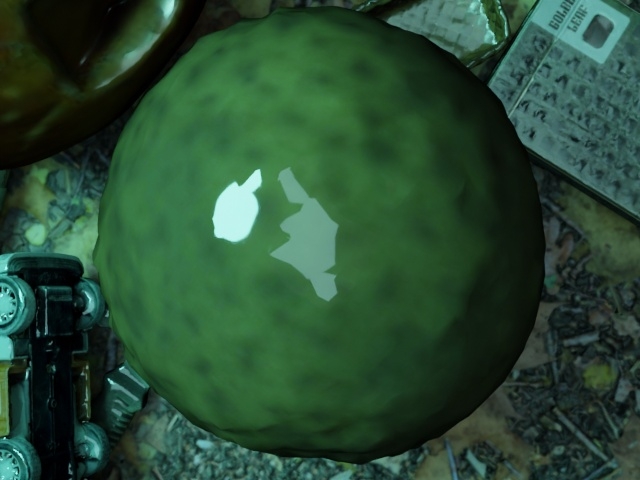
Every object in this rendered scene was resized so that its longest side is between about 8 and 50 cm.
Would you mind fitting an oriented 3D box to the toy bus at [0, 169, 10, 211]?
[{"bbox_3d":[-0.375,-0.037,0.992,0.089,0.087,0.194,17,90,-4],"label":"toy bus"}]

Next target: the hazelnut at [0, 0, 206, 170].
[{"bbox_3d":[-0.291,-0.255,0.841,0.402,0.402,0.429,-23,50,2],"label":"hazelnut"}]

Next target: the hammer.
[{"bbox_3d":[-0.227,0.185,1.009,0.158,0.041,0.226,40,91,3],"label":"hammer"}]

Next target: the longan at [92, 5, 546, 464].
[{"bbox_3d":[0.000,0.000,0.846,0.390,0.391,0.392,0,90,2],"label":"longan"}]

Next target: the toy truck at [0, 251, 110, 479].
[{"bbox_3d":[-0.306,0.167,0.930,0.162,0.136,0.306,-4,85,21],"label":"toy truck"}]

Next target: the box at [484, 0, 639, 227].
[{"bbox_3d":[0.331,-0.117,0.987,0.324,0.047,0.180,32,91,2],"label":"box"}]

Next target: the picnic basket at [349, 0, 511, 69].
[{"bbox_3d":[0.093,-0.203,0.990,0.193,0.055,0.110,-24,91,1],"label":"picnic basket"}]
